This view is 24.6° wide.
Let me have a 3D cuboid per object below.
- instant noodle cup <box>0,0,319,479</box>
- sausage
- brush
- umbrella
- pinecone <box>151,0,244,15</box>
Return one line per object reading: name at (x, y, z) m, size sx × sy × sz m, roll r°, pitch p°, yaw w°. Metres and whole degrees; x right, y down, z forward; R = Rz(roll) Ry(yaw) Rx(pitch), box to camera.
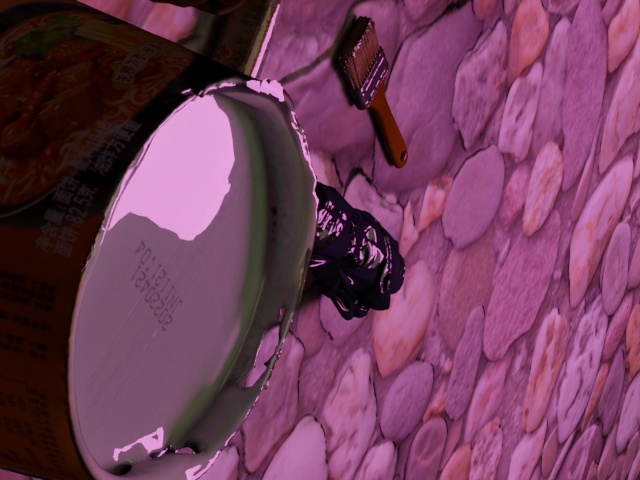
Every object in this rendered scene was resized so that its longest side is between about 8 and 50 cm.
instant noodle cup at (-0.122, -0.004, 0.608) m, size 0.230 × 0.182 × 0.230 m, roll -40°, pitch 139°, yaw -47°
sausage at (-0.073, -0.038, 0.854) m, size 0.033 × 0.033 × 0.269 m, roll 33°, pitch 77°, yaw -64°
brush at (0.043, -0.100, 1.074) m, size 0.043 × 0.014 × 0.170 m, roll -61°, pitch 153°, yaw -19°
umbrella at (0.004, -0.007, 0.992) m, size 0.071 × 0.071 × 0.248 m, roll -66°, pitch 155°, yaw -13°
pinecone at (-0.043, -0.192, 0.687) m, size 0.195 × 0.150 × 0.179 m, roll -28°, pitch 136°, yaw -52°
